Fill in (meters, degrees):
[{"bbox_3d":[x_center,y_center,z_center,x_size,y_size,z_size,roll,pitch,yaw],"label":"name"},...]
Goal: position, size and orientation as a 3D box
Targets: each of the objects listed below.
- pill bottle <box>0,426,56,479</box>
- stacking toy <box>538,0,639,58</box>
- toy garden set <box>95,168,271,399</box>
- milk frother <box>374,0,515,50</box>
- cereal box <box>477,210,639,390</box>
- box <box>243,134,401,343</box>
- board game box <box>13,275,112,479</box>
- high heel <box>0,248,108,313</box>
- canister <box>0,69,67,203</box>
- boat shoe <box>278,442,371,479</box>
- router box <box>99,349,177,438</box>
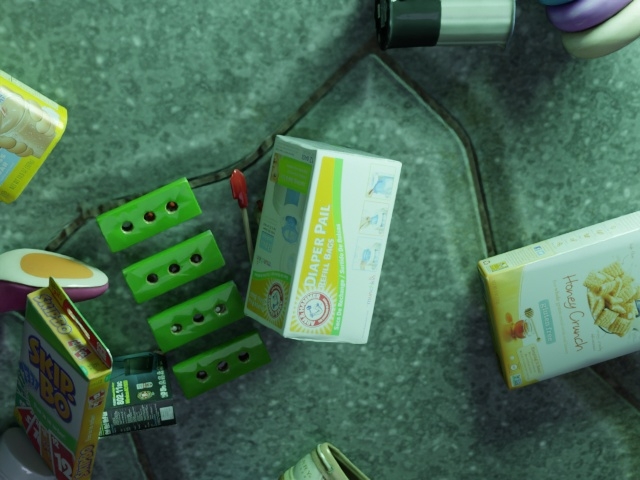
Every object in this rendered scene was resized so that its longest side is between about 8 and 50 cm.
[{"bbox_3d":[-0.387,0.308,1.570,0.108,0.108,0.180,34,105,-24],"label":"pill bottle"},{"bbox_3d":[0.217,-0.344,1.362,0.141,0.141,0.330,-41,110,10],"label":"stacking toy"},{"bbox_3d":[-0.110,0.032,1.521,0.204,0.049,0.244,-24,114,-3],"label":"toy garden set"},{"bbox_3d":[0.132,-0.252,1.370,0.134,0.143,0.129,-3,110,-8],"label":"milk frother"},{"bbox_3d":[0.321,0.070,1.626,0.240,0.047,0.173,-17,119,-2],"label":"cereal box"},{"bbox_3d":[0.000,0.000,1.450,0.103,0.114,0.203,7,99,-28],"label":"box"},{"bbox_3d":[-0.281,0.161,1.459,0.039,0.124,0.259,-23,150,-35],"label":"board game box"},{"bbox_3d":[-0.356,0.077,1.473,0.244,0.082,0.117,-1,118,-11],"label":"high heel"},{"bbox_3d":[-0.361,-0.127,1.375,0.170,0.073,0.126,31,107,-25],"label":"canister"},{"bbox_3d":[0.077,0.359,1.692,0.285,0.104,0.089,37,107,-24],"label":"boat shoe"},{"bbox_3d":[-0.215,0.173,1.528,0.092,0.122,0.038,-10,114,-7],"label":"router box"}]
